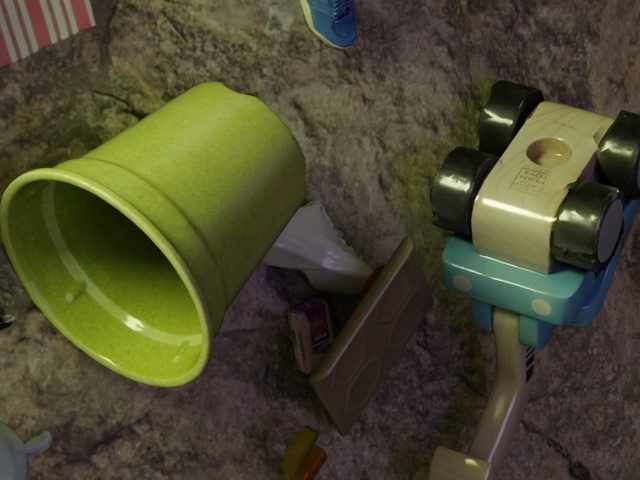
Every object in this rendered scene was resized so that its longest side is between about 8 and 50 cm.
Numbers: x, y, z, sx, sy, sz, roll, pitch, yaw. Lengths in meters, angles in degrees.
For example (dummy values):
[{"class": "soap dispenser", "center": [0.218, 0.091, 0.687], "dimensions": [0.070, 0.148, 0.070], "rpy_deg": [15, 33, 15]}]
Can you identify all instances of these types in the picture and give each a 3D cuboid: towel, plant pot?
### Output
[{"class": "towel", "center": [-0.330, -0.257, 1.703], "dimensions": [0.197, 0.029, 0.144], "rpy_deg": [-29, 116, -34]}, {"class": "plant pot", "center": [-0.154, -0.030, 1.761], "dimensions": [0.254, 0.276, 0.276], "rpy_deg": [-47, 125, -36]}]

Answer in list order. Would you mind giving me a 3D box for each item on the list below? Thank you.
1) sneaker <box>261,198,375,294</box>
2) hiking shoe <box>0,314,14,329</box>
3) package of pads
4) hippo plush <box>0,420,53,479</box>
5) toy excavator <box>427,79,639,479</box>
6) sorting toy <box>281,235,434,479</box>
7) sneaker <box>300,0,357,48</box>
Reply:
[{"class": "sneaker", "center": [0.000, 0.000, 1.994], "dimensions": [0.212, 0.080, 0.094], "rpy_deg": [28, 56, -44]}, {"class": "hiking shoe", "center": [-0.402, 0.042, 1.551], "dimensions": [0.227, 0.086, 0.114], "rpy_deg": [38, 33, -3]}, {"class": "package of pads", "center": [-0.009, 0.116, 2.030], "dimensions": [0.050, 0.032, 0.083], "rpy_deg": [-24, 113, -36]}, {"class": "hippo plush", "center": [-0.414, 0.231, 1.659], "dimensions": [0.236, 0.234, 0.294], "rpy_deg": [47, 27, -53]}, {"class": "toy excavator", "center": [0.266, 0.087, 2.126], "dimensions": [0.433, 0.222, 0.445], "rpy_deg": [-53, 148, -38]}, {"class": "sorting toy", "center": [0.033, 0.155, 2.007], "dimensions": [0.307, 0.041, 0.229], "rpy_deg": [-55, 160, -15]}, {"class": "sneaker", "center": [0.019, -0.287, 1.935], "dimensions": [0.058, 0.084, 0.152], "rpy_deg": [-40, 121, -26]}]
